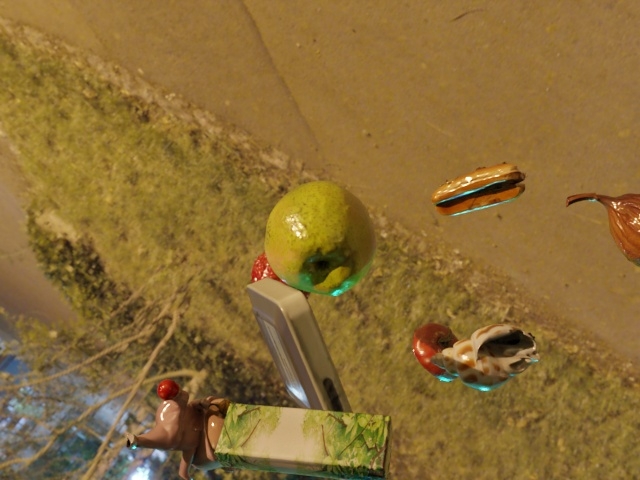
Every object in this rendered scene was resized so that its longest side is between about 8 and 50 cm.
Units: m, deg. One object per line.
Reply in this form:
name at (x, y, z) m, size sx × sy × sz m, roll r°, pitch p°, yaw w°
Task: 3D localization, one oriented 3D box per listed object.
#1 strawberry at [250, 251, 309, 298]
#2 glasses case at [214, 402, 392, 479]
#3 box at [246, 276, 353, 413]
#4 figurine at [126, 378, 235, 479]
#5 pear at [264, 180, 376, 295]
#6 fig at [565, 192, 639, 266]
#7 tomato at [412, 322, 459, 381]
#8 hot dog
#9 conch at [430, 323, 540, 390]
strawberry at (-0.134, 0.123, 2.392) m, size 0.250 × 0.288 × 0.238 m, roll 32°, pitch -175°, yaw 2°
glasses case at (-0.025, 0.324, 1.009) m, size 0.272 × 0.095 × 0.062 m, roll 1°, pitch 135°, yaw 15°
box at (-0.060, 0.283, 1.568) m, size 0.367 × 0.090 × 0.373 m, roll 69°, pitch 162°, yaw -10°
figurine at (-0.266, 0.415, 1.371) m, size 0.186 × 0.176 × 0.287 m, roll -24°, pitch 136°, yaw 29°
pear at (0.000, 0.000, 1.982) m, size 0.391 × 0.391 × 0.391 m, roll 26°, pitch 152°, yaw 15°
fig at (0.541, -0.043, 1.110) m, size 0.201 × 0.133 × 0.146 m, roll 35°, pitch 180°, yaw 19°
tomato at (0.443, 0.393, 2.280) m, size 0.228 × 0.228 × 0.101 m, roll 38°, pitch 131°, yaw -7°
hot dog at (0.405, -0.132, 1.643) m, size 0.270 × 0.072 × 0.109 m, roll -13°, pitch 123°, yaw 33°
conch at (0.449, 0.320, 1.735) m, size 0.149 × 0.275 × 0.182 m, roll -134°, pitch 33°, yaw -78°
